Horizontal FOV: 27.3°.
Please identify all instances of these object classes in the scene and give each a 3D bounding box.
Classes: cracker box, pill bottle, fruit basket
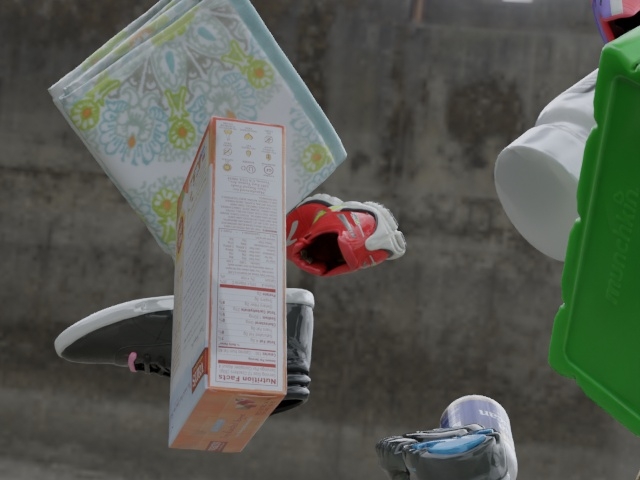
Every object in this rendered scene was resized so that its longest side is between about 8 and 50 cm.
[{"bbox_3d":[-0.076,0.039,1.068,0.067,0.232,0.155,7,-26,-15],"label":"cracker box"},{"bbox_3d":[0.322,-0.105,1.354,0.283,0.161,0.161,-34,15,-25],"label":"pill bottle"},{"bbox_3d":[0.198,0.270,1.652,0.094,0.094,0.169,5,19,1],"label":"pill bottle"},{"bbox_3d":[0.400,-0.011,1.041,0.392,0.392,0.283,8,21,-37],"label":"fruit basket"}]

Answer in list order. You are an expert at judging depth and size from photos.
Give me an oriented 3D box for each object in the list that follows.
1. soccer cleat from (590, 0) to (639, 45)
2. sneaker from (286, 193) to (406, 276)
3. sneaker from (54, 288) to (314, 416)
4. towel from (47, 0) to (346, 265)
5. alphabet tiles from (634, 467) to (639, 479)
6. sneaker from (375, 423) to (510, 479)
[{"bbox_3d":[0.395,-0.214,1.575,0.109,0.116,0.318,-8,-38,28],"label":"soccer cleat"},{"bbox_3d":[0.000,0.000,1.849,0.118,0.107,0.279,-28,11,-28],"label":"sneaker"},{"bbox_3d":[-0.143,0.143,1.469,0.296,0.146,0.104,-6,-20,-8],"label":"sneaker"},{"bbox_3d":[-0.172,-0.169,1.943,0.374,0.320,0.090,55,-15,-21],"label":"towel"},{"bbox_3d":[0.313,0.331,1.149,0.198,0.237,0.009,36,-21,-17],"label":"alphabet tiles"},{"bbox_3d":[0.130,0.267,1.376,0.125,0.139,0.341,-11,-5,1],"label":"sneaker"}]
